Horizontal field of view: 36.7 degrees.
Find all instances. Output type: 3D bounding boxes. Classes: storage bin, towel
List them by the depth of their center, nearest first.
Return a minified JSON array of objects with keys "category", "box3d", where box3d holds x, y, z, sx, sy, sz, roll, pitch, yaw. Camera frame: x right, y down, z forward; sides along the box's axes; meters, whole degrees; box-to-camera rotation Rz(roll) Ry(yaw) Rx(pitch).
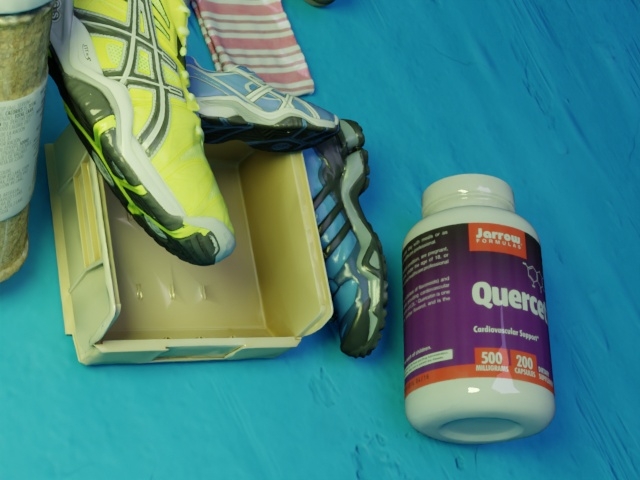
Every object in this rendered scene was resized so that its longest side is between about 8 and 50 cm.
[{"category":"storage bin","box3d":[-0.143,-0.008,1.046,0.262,0.123,0.260,3,66,-38]},{"category":"towel","box3d":[-0.093,-0.280,1.283,0.144,0.029,0.197,-12,77,-40]}]

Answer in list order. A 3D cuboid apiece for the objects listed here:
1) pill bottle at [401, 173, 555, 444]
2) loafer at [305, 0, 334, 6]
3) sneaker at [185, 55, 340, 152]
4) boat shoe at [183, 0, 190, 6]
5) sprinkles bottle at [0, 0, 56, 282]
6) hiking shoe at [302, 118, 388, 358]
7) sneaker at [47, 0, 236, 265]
[{"category":"pill bottle","box3d":[0.195,0.084,1.226,0.182,0.181,0.322,18,58,-31]},{"category":"loafer","box3d":[-0.043,-0.421,1.312,0.251,0.087,0.094,39,82,-31]},{"category":"sneaker","box3d":[-0.066,-0.146,1.038,0.211,0.080,0.081,6,68,-37]},{"category":"boat shoe","box3d":[-0.211,-0.423,1.209,0.118,0.103,0.320,8,64,-35]},{"category":"sprinkles bottle","box3d":[-0.294,-0.115,0.816,0.121,0.355,0.121,12,42,-11]},{"category":"hiking shoe","box3d":[0.000,0.000,1.188,0.132,0.113,0.304,-5,73,-12]},{"category":"sneaker","box3d":[-0.170,-0.157,0.895,0.147,0.145,0.384,-29,89,-18]}]
